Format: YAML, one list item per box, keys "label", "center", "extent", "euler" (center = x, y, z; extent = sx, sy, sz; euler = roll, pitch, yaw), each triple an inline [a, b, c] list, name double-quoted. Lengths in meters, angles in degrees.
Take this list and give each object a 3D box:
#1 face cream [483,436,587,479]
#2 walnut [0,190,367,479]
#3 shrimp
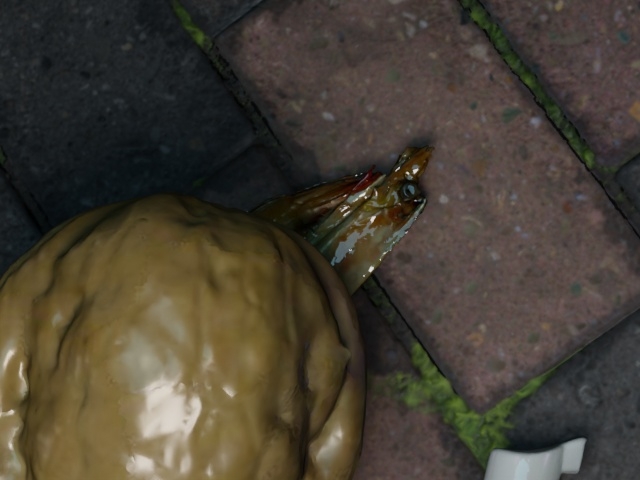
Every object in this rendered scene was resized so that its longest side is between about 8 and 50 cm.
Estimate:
- label: "face cream"
  center: [0.154, 0.348, 1.804]
  extent: [0.145, 0.145, 0.369]
  euler: [11, 79, 16]
- label: "walnut"
  center: [-0.141, 0.142, 1.795]
  extent: [0.383, 0.383, 0.383]
  euler: [-3, 77, 13]
- label: "shrimp"
  center: [0.000, 0.000, 1.965]
  extent: [0.294, 0.062, 0.154]
  euler: [-39, 66, 4]
